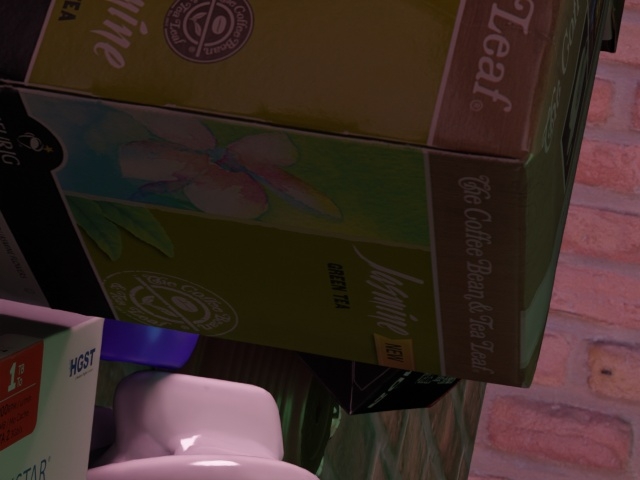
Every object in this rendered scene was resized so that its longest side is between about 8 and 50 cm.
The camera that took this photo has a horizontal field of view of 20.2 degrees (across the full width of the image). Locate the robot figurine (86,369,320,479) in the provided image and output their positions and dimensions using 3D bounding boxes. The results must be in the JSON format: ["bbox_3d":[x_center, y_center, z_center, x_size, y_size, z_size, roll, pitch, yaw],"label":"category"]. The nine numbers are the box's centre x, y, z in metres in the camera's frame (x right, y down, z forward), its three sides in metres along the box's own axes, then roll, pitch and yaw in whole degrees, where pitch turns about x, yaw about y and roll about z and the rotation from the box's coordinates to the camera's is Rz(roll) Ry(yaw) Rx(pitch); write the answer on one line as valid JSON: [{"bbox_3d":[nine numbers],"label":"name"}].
[{"bbox_3d":[-0.080,0.259,1.059,0.300,0.199,0.354,-31,-123,46],"label":"robot figurine"}]

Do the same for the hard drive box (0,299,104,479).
[{"bbox_3d":[-0.188,0.154,0.881,0.181,0.089,0.232,-30,127,-75],"label":"hard drive box"}]

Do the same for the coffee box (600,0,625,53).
[{"bbox_3d":[0.090,-0.255,1.360,0.119,0.297,0.168,65,36,-68],"label":"coffee box"}]

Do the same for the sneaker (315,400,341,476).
[{"bbox_3d":[-0.006,0.195,1.852,0.044,0.040,0.109,64,36,-66],"label":"sneaker"}]

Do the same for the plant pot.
[{"bbox_3d":[-0.052,0.126,1.433,0.237,0.109,0.237,8,90,-78],"label":"plant pot"}]

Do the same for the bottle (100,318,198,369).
[{"bbox_3d":[-0.102,-0.065,1.101,0.118,0.092,0.283,32,67,-75],"label":"bottle"}]

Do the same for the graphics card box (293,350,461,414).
[{"bbox_3d":[0.013,0.020,1.370,0.094,0.233,0.371,-42,170,5],"label":"graphics card box"}]

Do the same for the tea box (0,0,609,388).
[{"bbox_3d":[-0.024,-0.140,0.867,0.220,0.323,0.329,77,25,-60],"label":"tea box"}]
